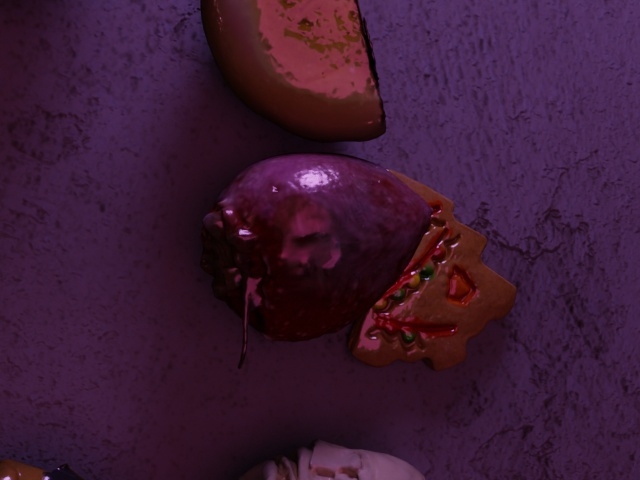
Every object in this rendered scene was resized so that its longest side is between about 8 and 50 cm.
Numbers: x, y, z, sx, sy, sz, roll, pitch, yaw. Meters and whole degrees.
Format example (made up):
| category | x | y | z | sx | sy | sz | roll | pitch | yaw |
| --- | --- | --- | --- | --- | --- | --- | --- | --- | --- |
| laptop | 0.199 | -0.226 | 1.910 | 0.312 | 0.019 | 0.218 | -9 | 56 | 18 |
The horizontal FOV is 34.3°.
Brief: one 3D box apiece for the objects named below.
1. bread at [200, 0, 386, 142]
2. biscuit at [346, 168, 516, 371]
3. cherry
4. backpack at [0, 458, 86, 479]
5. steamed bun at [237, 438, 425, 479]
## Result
| category | x | y | z | sx | sy | sz | roll | pitch | yaw |
| --- | --- | --- | --- | --- | --- | --- | --- | --- | --- |
| bread | -0.039 | -0.214 | 1.065 | 0.156 | 0.158 | 0.261 | -16 | 98 | -5 |
| biscuit | 0.112 | 0.033 | 1.171 | 0.212 | 0.041 | 0.239 | -20 | 99 | -13 |
| cherry | 0.000 | 0.000 | 1.063 | 0.249 | 0.175 | 0.192 | -17 | 91 | -11 |
| backpack | -0.316 | 0.392 | 0.975 | 0.378 | 0.201 | 0.353 | -39 | 118 | -3 |
| steamed bun | -0.019 | 0.341 | 1.036 | 0.203 | 0.276 | 0.289 | 14 | 53 | 15 |
